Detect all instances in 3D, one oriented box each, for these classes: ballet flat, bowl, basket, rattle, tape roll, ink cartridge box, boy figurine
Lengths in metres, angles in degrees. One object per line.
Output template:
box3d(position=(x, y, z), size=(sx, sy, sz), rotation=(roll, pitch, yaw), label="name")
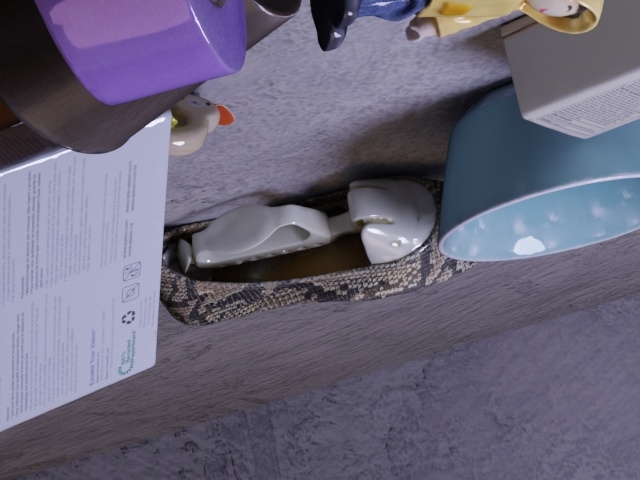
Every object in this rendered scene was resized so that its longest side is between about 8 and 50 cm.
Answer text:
box3d(position=(0.000, 0.000, 2.395), size=(0.483, 0.164, 0.182), rotation=(-12, 150, 9), label="ballet flat")
box3d(position=(0.275, -0.097, 2.195), size=(0.312, 0.163, 0.311), rotation=(-12, 165, -3), label="bowl")
box3d(position=(-0.142, -0.191, 1.538), size=(0.227, 0.154, 0.204), rotation=(-28, 161, 29), label="basket")
box3d(position=(-0.146, -0.167, 1.866), size=(0.130, 0.142, 0.200), rotation=(16, -158, 36), label="rattle")
box3d(position=(-0.129, -0.229, 1.168), size=(0.090, 0.274, 0.275), rotation=(-14, 165, 9), label="tape roll")
box3d(position=(-0.297, 0.041, 1.736), size=(0.330, 0.071, 0.324), rotation=(-21, 136, -33), label="ink cartridge box")
box3d(position=(0.134, -0.233, 1.725), size=(0.285, 0.092, 0.177), rotation=(-3, 160, -20), label="boy figurine")

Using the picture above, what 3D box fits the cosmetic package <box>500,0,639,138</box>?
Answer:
box3d(position=(0.366, -0.216, 1.922), size=(0.309, 0.113, 0.160), rotation=(-21, 163, 30), label="cosmetic package")

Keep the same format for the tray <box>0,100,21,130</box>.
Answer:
box3d(position=(-0.409, -0.167, 1.545), size=(0.203, 0.076, 0.411), rotation=(-19, 161, 32), label="tray")
